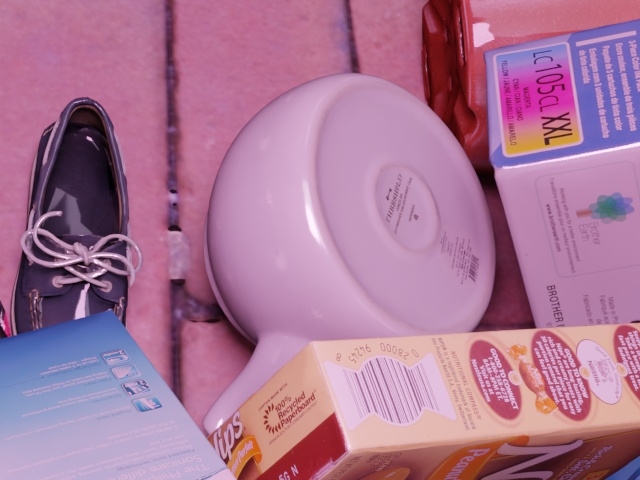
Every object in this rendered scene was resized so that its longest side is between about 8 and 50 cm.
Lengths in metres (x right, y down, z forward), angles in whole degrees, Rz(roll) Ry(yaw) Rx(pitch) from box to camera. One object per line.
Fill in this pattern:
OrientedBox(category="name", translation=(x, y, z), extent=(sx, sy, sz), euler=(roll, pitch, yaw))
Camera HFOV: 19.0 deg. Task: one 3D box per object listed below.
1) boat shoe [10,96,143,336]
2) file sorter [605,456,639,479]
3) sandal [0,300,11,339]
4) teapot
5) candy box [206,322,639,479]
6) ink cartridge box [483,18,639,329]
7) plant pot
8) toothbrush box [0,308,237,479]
OrientedBox(category="boat shoe", translation=(-0.186, 0.009, 1.479), extent=(0.095, 0.079, 0.254), euler=(9, 60, -11))
OrientedBox(category="file sorter", translation=(0.297, 0.205, 1.474), extent=(0.118, 0.104, 0.170), euler=(-18, 68, -22))
OrientedBox(category="sandal", translation=(-0.263, 0.070, 1.448), extent=(0.067, 0.040, 0.179), euler=(-31, 81, 8))
OrientedBox(category="teapot", translation=(0.000, 0.000, 1.479), extent=(0.256, 0.187, 0.252), euler=(-15, 84, -49))
OrientedBox(category="candy box", translation=(0.086, 0.140, 1.360), extent=(0.316, 0.183, 0.087), euler=(0, 61, -36))
OrientedBox(category="ink cartridge box", translation=(0.341, -0.043, 1.434), extent=(0.395, 0.270, 0.151), euler=(-9, 46, 11))
OrientedBox(category="plant pot", translation=(0.230, -0.163, 1.589), extent=(0.265, 0.272, 0.272), euler=(-4, 62, -7))
OrientedBox(category="toothbrush box", translation=(-0.184, 0.188, 1.272), extent=(0.216, 0.126, 0.295), euler=(-15, 31, -22))
